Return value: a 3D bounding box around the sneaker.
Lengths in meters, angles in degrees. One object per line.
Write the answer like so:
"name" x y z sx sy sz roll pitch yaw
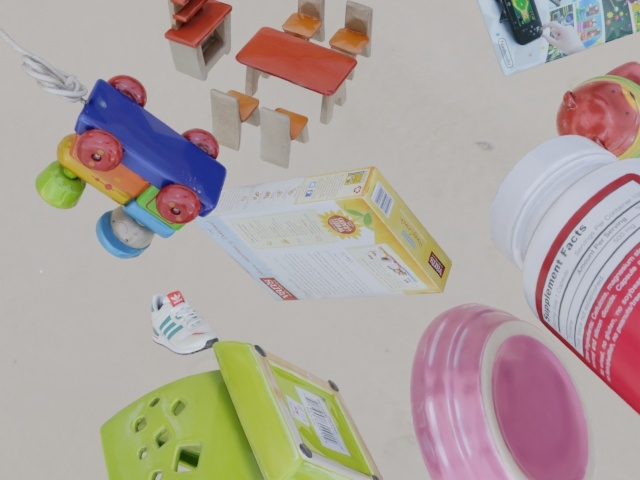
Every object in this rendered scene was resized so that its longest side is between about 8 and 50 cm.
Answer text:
"sneaker" -0.199 0.113 1.445 0.057 0.161 0.075 -16 104 -32

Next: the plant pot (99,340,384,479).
"plant pot" -0.069 0.251 1.074 0.207 0.228 0.227 -43 135 14

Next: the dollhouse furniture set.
"dollhouse furniture set" -0.080 -0.263 1.388 0.259 0.135 0.262 22 53 16

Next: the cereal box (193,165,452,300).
"cereal box" 0.000 0.000 1.114 0.173 0.240 0.047 47 52 -38

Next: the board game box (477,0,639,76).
"board game box" 0.311 -0.341 1.115 0.303 0.097 0.224 -17 116 17

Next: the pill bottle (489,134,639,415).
"pill bottle" 0.366 0.056 1.080 0.229 0.408 0.229 -18 131 -22

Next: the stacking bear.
"stacking bear" 0.447 -0.187 1.588 0.164 0.289 0.175 -27 83 25

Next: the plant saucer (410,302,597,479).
"plant saucer" 0.253 0.233 1.307 0.332 0.084 0.332 24 53 -37

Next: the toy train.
"toy train" -0.225 -0.085 0.957 0.248 0.143 0.105 35 39 -22
